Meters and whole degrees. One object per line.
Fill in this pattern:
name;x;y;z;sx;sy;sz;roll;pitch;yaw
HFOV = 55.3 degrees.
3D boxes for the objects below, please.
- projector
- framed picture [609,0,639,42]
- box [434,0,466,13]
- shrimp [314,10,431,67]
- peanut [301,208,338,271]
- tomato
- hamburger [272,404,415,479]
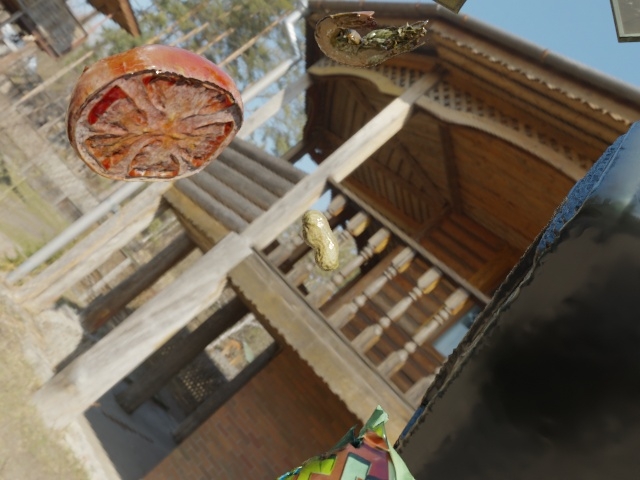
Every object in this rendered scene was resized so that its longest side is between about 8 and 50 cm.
projector;0.314;0.165;0.508;0.405;0.242;0.395;35;-48;15
framed picture;0.613;-0.389;1.004;0.249;0.184;0.016;1;-37;14
box;0.150;-0.462;0.921;0.219;0.141;0.064;29;-5;0
shrimp;0.095;-0.391;1.175;0.248;0.068;0.150;4;-16;36
peanut;0.000;0.000;1.054;0.113;0.053;0.054;67;-13;-4
tomato;-0.229;-0.182;0.843;0.237;0.236;0.095;72;-3;-63
hamburger;0.031;0.274;0.388;0.276;0.260;0.151;30;-26;36
